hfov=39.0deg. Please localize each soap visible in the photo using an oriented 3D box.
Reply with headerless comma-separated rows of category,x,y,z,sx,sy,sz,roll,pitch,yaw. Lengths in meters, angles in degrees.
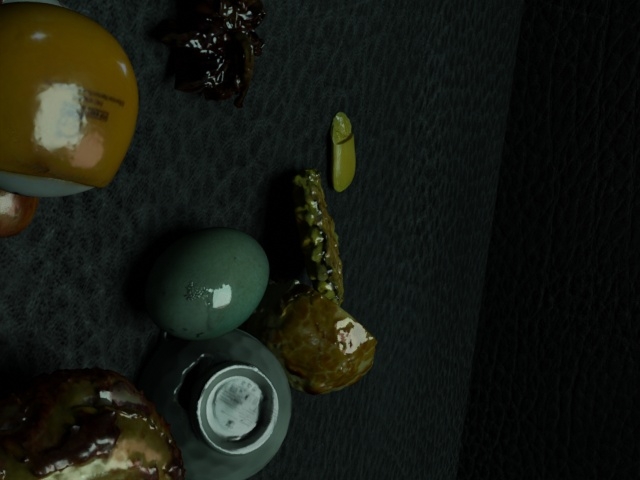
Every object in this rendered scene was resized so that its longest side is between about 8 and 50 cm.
soap,0.045,-0.183,1.900,0.089,0.033,0.168,-48,141,-47

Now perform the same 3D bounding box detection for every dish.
dish,-0.159,0.270,1.478,0.303,0.120,0.303,4,82,-29

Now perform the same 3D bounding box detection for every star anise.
star anise,-0.147,-0.309,1.372,0.220,0.126,0.190,5,95,-60

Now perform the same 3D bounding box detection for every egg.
egg,-0.178,0.068,1.437,0.236,0.169,0.169,-40,137,-51

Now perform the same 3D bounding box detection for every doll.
doll,-0.314,-0.151,0.951,0.213,0.236,0.213,-22,119,-45

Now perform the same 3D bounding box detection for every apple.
apple,-0.385,-0.056,1.029,0.126,0.126,0.102,-12,112,-61

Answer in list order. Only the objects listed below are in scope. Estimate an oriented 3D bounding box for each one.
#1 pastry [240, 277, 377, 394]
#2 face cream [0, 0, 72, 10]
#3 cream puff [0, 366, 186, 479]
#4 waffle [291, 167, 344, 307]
pastry,-0.032,0.196,1.685,0.170,0.237,0.256,-46,108,-22
face cream,-0.365,-0.260,0.996,0.214,0.096,0.096,30,76,-62
cream puff,-0.339,0.317,1.177,0.350,0.228,0.350,-19,121,-34
waffle,-0.002,-0.004,1.764,0.301,0.058,0.282,66,15,-65
